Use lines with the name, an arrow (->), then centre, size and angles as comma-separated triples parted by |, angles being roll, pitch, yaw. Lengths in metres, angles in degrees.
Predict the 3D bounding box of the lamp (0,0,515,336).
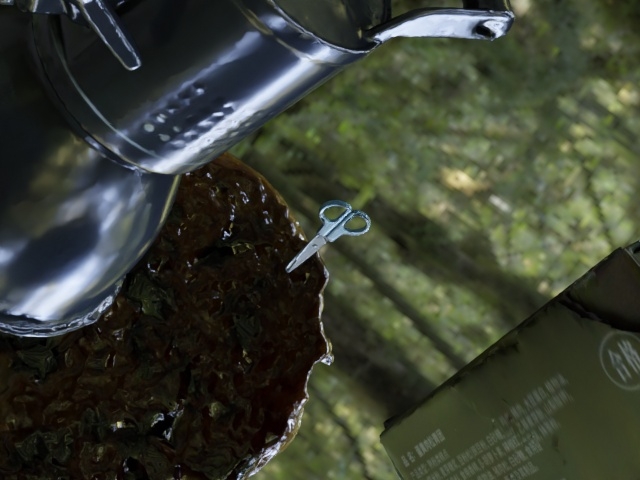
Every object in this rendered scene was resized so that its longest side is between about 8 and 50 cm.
lamp -> -0.069, -0.077, 0.568 | 0.172, 0.147, 0.227 | 14, 143, -44

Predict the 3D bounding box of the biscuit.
biscuit -> -0.149, 0.078, 1.160 | 0.334, 0.289, 0.081 | -44, -174, -17

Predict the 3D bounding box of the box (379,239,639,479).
box -> 0.276, 0.057, 1.000 | 0.373, 0.138, 0.420 | -25, 168, -24

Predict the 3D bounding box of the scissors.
scissors -> 0.000, 0.000, 0.972 | 0.083, 0.036, 0.006 | -43, -150, 43
